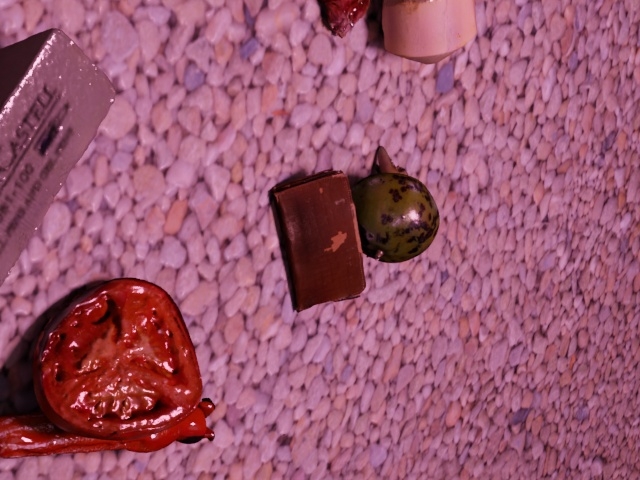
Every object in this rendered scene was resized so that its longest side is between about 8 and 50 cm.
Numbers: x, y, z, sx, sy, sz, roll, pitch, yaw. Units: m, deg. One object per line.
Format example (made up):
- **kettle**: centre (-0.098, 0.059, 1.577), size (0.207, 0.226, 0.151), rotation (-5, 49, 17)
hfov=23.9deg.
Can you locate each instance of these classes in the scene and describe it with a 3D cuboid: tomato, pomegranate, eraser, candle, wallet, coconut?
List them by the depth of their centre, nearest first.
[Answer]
- **eraser**: centre (-0.314, -0.024, 1.330), size (0.352, 0.077, 0.111), rotation (-60, 144, -16)
- **tomato**: centre (-0.215, 0.129, 1.515), size (0.174, 0.082, 0.166), rotation (-11, 69, -33)
- **candle**: centre (-0.220, 0.198, 1.576), size (0.329, 0.051, 0.048), rotation (4, 111, -53)
- **wallet**: centre (0.000, 0.000, 1.783), size (0.095, 0.026, 0.176), rotation (-17, 124, -7)
- **coconut**: centre (0.128, -0.268, 1.799), size (0.116, 0.116, 0.122), rotation (-38, 134, -39)
- **pomegranate**: centre (0.086, -0.044, 1.847), size (0.122, 0.122, 0.161), rotation (57, 30, -48)

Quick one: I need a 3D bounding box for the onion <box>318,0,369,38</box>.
- **onion**: centre (0.049, -0.360, 1.610), size (0.267, 0.159, 0.349), rotation (-49, 138, -26)
